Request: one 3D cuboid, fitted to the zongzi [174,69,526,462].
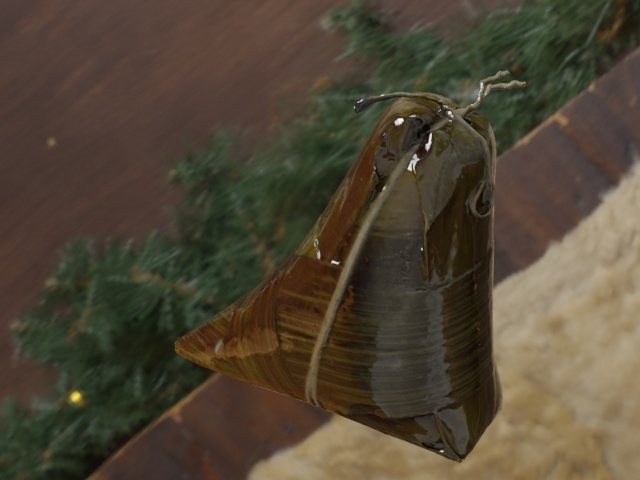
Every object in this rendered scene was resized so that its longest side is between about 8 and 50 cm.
[{"bbox_3d":[0.000,0.000,0.820,0.184,0.084,0.187,15,121,27],"label":"zongzi"}]
